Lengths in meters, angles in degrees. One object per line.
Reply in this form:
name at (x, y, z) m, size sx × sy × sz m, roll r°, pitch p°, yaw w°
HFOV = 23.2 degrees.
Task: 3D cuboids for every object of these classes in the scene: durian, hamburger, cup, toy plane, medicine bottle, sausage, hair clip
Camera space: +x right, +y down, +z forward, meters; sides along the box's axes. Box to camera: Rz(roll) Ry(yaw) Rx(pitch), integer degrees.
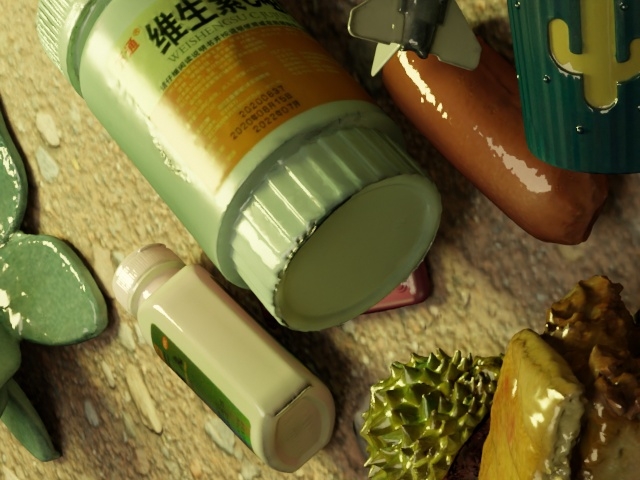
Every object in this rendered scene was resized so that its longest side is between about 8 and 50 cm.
durian at (0.064, 0.152, 1.110) m, size 0.108 × 0.119 × 0.186 m, roll 32°, pitch 129°, yaw 32°
hamburger at (0.168, 0.148, 0.948) m, size 0.282 × 0.155 × 0.245 m, roll 123°, pitch 148°, yaw -78°
cup at (0.186, -0.125, 0.869) m, size 0.176 × 0.131 × 0.155 m, roll 5°, pitch 116°, yaw 21°
toy plane at (0.078, -0.208, 0.945) m, size 0.082 × 0.160 × 0.234 m, roll 31°, pitch 107°, yaw 65°
medicine bottle at (-0.083, 0.088, 1.269) m, size 0.219 × 0.078 × 0.115 m, roll 41°, pitch 165°, yaw 30°
sausage at (0.110, -0.074, 1.001) m, size 0.194 × 0.077 × 0.077 m, roll 46°, pitch 135°, yaw 25°
medicine bottle at (-0.060, -0.088, 1.101) m, size 0.318 × 0.158 × 0.158 m, roll 50°, pitch 137°, yaw 32°
hair clip at (-0.404, 0.077, 1.524) m, size 0.318 × 0.238 × 0.392 m, roll 49°, pitch 135°, yaw 20°

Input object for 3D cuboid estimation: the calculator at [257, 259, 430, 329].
calculator at (0.000, 0.000, 1.188) m, size 0.190 × 0.034 × 0.126 m, roll -13°, pitch 94°, yaw 49°
